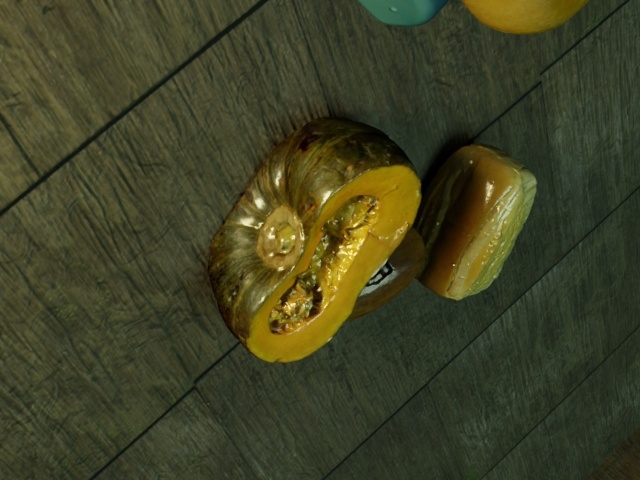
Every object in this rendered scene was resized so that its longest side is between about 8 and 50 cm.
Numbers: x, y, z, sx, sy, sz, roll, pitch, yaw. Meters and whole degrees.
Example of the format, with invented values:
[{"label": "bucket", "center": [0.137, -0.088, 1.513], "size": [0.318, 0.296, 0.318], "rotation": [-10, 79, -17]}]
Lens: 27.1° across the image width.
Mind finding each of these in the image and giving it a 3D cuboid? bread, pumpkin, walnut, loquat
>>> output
[{"label": "bread", "center": [0.208, -0.023, 1.893], "size": [0.106, 0.140, 0.236], "rotation": [-14, 134, -47]}, {"label": "pumpkin", "center": [0.000, 0.000, 1.669], "size": [0.221, 0.139, 0.317], "rotation": [13, 113, -52]}, {"label": "walnut", "center": [0.053, 0.044, 1.816], "size": [0.207, 0.116, 0.116], "rotation": [-32, 145, -13]}, {"label": "loquat", "center": [0.242, -0.344, 1.544], "size": [0.208, 0.208, 0.208], "rotation": [-31, 144, -26]}]

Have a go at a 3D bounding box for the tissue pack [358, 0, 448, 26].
[{"label": "tissue pack", "center": [0.011, -0.331, 1.202], "size": [0.206, 0.287, 0.198], "rotation": [-66, 150, -17]}]
